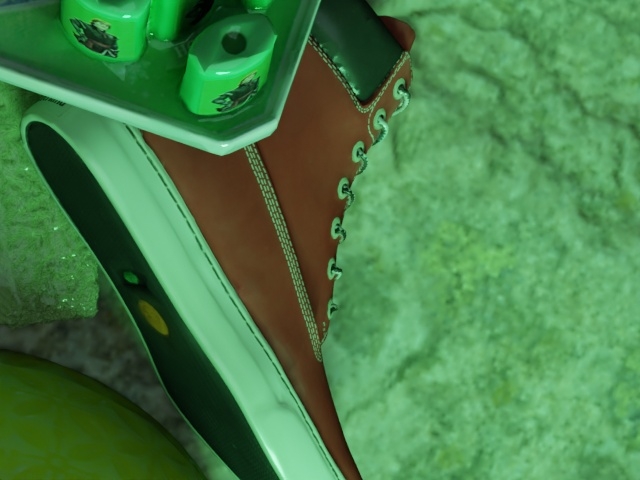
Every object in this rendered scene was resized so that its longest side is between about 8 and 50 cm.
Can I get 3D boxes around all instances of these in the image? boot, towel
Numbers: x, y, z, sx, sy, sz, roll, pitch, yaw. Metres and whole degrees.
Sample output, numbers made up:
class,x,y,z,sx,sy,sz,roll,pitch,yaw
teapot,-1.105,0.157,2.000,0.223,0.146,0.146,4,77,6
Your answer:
class,x,y,z,sx,sy,sz,roll,pitch,yaw
boot,0.000,0.000,0.741,0.176,0.088,0.244,-37,117,-25
towel,-0.149,-0.032,0.714,0.110,0.027,0.148,-8,100,-17

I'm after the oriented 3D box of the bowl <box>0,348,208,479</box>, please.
class,x,y,z,sx,sy,sz,roll,pitch,yaw
bowl,-0.149,0.197,0.679,0.289,0.156,0.289,-3,99,-17

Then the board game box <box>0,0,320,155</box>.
class,x,y,z,sx,sy,sz,roll,pitch,yaw
board game box,-0.141,-0.269,0.558,0.390,0.050,0.390,19,74,-2
